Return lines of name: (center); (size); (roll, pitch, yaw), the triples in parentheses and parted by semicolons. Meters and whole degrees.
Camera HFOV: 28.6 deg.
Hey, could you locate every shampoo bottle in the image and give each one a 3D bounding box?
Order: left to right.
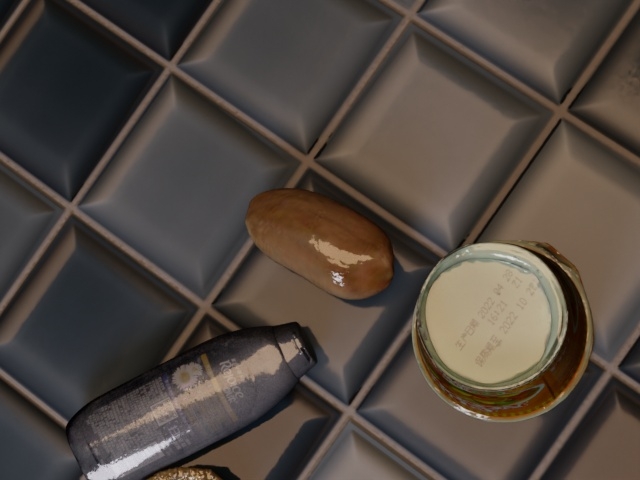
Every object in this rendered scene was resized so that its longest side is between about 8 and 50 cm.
shampoo bottle: (-0.115, 0.144, 1.135); (0.234, 0.049, 0.087); (-28, 85, 6)

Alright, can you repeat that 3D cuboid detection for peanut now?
peanut: (0.000, 0.000, 1.122); (0.152, 0.076, 0.076); (28, 89, 18)

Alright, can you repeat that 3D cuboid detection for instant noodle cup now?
instant noodle cup: (0.146, 0.067, 1.028); (0.168, 0.185, 0.168); (-1, 83, 10)

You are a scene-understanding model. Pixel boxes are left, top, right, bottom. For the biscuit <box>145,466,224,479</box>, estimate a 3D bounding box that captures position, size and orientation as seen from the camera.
biscuit: (-0.120, 0.260, 1.128); (0.120, 0.015, 0.120); (1, 97, 5)
